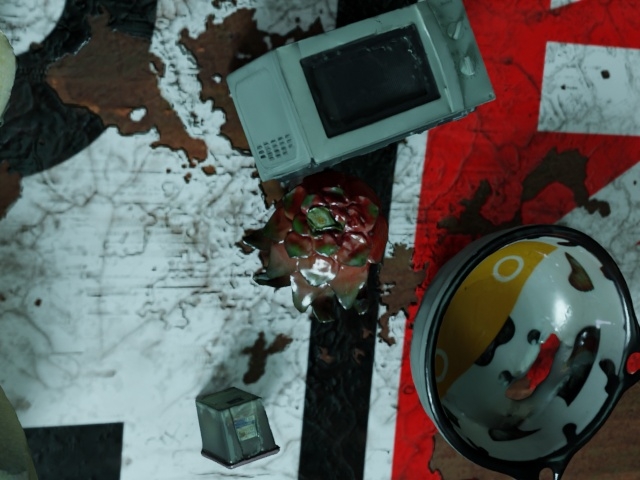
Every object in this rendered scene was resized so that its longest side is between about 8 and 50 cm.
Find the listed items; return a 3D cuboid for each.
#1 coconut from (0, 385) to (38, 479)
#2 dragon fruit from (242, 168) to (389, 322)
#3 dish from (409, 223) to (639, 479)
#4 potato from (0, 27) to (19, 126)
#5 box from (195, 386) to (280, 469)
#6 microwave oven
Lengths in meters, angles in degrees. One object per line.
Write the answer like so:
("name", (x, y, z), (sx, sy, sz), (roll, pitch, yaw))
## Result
("coconut", (-0.357, 0.217, 1.218), (0.259, 0.259, 0.259), (-6, 103, -27))
("dragon fruit", (0.006, 0.000, 1.441), (0.121, 0.130, 0.142), (8, 136, -37))
("dish", (0.205, 0.110, 1.569), (0.303, 0.120, 0.303), (-6, 103, -27))
("potato", (-0.359, -0.125, 1.243), (0.164, 0.081, 0.200), (42, 76, -20))
("box", (-0.088, 0.188, 1.450), (0.060, 0.085, 0.063), (-18, 100, -23))
("microwave oven", (0.039, -0.146, 1.399), (0.208, 0.162, 0.122), (-21, 93, -23))
